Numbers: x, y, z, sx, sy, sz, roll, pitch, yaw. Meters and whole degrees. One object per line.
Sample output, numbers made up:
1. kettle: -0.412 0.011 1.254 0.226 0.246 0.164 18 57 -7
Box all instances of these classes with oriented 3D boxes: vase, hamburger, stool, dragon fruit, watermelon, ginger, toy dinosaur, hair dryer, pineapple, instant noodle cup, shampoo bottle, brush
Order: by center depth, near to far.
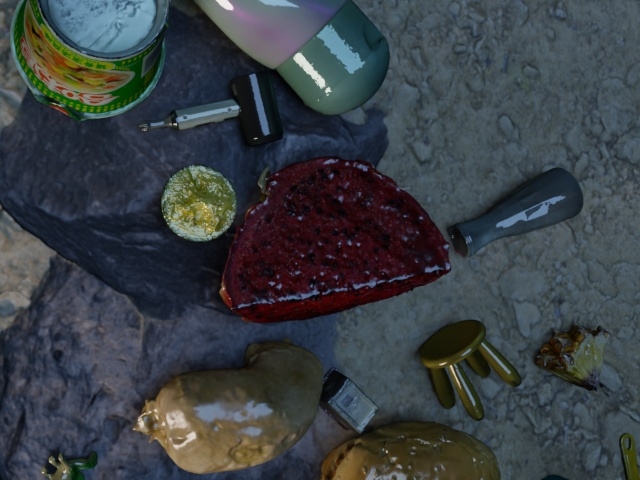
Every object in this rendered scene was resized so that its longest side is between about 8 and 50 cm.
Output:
1. instant noodle cup: -0.270 -0.262 0.966 0.206 0.232 0.207 0 90 -21
2. toy dinosaur: -0.341 0.324 1.043 0.060 0.029 0.120 37 77 -29
3. ginger: -0.113 0.230 1.076 0.267 0.152 0.138 -16 124 -25
4. shampoo bottle: -0.048 -0.323 1.087 0.349 0.151 0.222 47 40 -15
5. watermelon: -0.169 -0.048 1.093 0.105 0.062 0.106 3 81 -18
6. hair dryer: -0.155 -0.170 1.114 0.197 0.057 0.101 -12 94 -12
7. dragon fruit: 0.000 0.000 1.128 0.316 0.152 0.205 -8 72 -13
8. hamburger: 0.135 0.394 1.165 0.283 0.144 0.260 -7 89 -27
9. stool: 0.224 0.194 1.218 0.134 0.135 0.111 -24 105 25
10. vase: 0.309 -0.039 1.272 0.214 0.086 0.086 -25 98 -15
11. pineapple: 0.430 0.195 1.319 0.137 0.069 0.116 -25 97 -21
12. brush: 0.549 0.437 1.392 0.083 0.011 0.205 -10 92 -20

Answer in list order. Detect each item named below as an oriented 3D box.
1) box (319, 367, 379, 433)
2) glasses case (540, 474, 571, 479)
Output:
1. box: 0.039 0.238 1.170 0.085 0.063 0.060 47 73 -15
2. glasses case: 0.449 0.444 1.198 0.070 0.301 0.117 -22 98 -21
